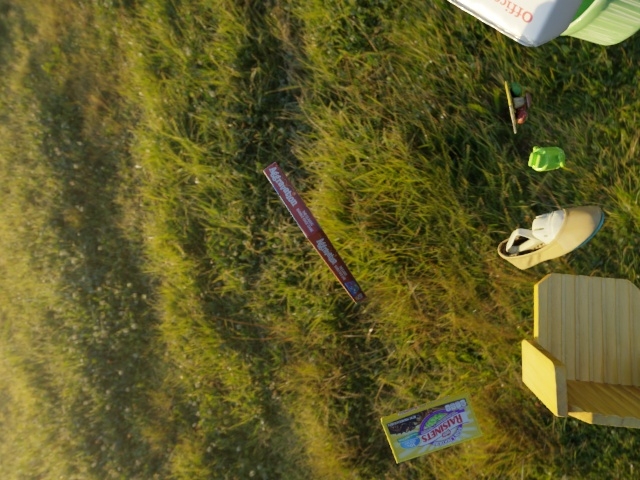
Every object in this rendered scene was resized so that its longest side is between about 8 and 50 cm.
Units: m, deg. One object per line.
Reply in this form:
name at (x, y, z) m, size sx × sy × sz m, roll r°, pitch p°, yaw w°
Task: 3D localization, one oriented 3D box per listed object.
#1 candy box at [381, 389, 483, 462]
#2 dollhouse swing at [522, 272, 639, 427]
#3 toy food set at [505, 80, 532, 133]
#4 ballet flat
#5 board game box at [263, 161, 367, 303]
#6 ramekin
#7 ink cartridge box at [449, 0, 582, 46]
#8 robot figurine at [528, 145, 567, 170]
candy box at (0.252, 0.422, 1.076) m, size 0.205 × 0.027 × 0.105 m, roll -21°, pitch 93°, yaw 6°
dollhouse swing at (0.737, 0.262, 1.211) m, size 0.346 × 0.315 × 0.306 m, roll 5°, pitch 95°, yaw 3°
toy food set at (0.678, -0.467, 1.612) m, size 0.071 × 0.218 × 0.128 m, roll -11°, pitch 131°, yaw 24°
ballet flat at (0.385, -0.004, 0.826) m, size 0.073 × 0.232 × 0.080 m, roll 23°, pitch 67°, yaw 0°
board game box at (0.000, 0.000, 0.784) m, size 0.027 × 0.281 × 0.145 m, roll -35°, pitch 59°, yaw 0°
ramekin at (0.685, -0.615, 1.108) m, size 0.148 × 0.303 × 0.304 m, roll 17°, pitch 104°, yaw -7°
ink cartridge box at (0.253, -0.366, 0.547) m, size 0.158 × 0.092 × 0.218 m, roll 46°, pitch 149°, yaw 23°
robot figurine at (0.661, -0.238, 1.383) m, size 0.101 × 0.115 × 0.067 m, roll 38°, pitch 132°, yaw 55°
